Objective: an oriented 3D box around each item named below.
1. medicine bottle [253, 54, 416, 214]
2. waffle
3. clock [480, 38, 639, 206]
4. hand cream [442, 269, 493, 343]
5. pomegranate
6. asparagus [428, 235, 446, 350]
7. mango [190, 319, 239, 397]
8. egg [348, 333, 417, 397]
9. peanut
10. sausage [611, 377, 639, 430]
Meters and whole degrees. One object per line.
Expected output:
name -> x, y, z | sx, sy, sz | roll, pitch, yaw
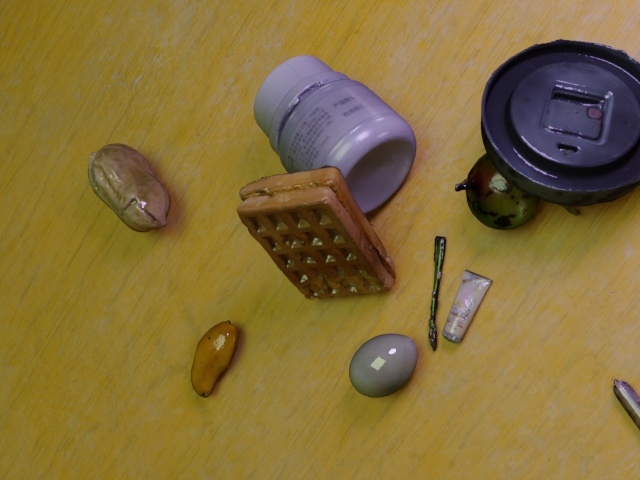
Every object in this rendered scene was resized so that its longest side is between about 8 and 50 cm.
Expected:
medicine bottle -> 0.023, -0.223, 1.490 | 0.245, 0.245, 0.306 | -49, 60, 13
waffle -> 0.000, 0.000, 1.413 | 0.224, 0.328, 0.098 | -5, 50, 28
clock -> 0.444, -0.211, 1.256 | 0.324, 0.067, 0.325 | -2, 64, 4
hand cream -> 0.281, 0.131, 1.387 | 0.061, 0.039, 0.143 | 21, 87, 35
pomegranate -> 0.370, -0.096, 1.315 | 0.220, 0.156, 0.156 | 2, 81, 27
asparagus -> 0.232, 0.105, 1.430 | 0.022, 0.023, 0.233 | 155, 122, -74
mango -> -0.249, 0.269, 1.656 | 0.098, 0.075, 0.190 | 35, 105, 37
egg -> 0.125, 0.245, 1.409 | 0.152, 0.114, 0.114 | -40, 62, 12
peanut -> -0.486, -0.134, 1.832 | 0.340, 0.158, 0.174 | 45, 142, 26
sausage -> 0.566, 0.341, 1.171 | 0.033, 0.032, 0.269 | -39, 63, 19
